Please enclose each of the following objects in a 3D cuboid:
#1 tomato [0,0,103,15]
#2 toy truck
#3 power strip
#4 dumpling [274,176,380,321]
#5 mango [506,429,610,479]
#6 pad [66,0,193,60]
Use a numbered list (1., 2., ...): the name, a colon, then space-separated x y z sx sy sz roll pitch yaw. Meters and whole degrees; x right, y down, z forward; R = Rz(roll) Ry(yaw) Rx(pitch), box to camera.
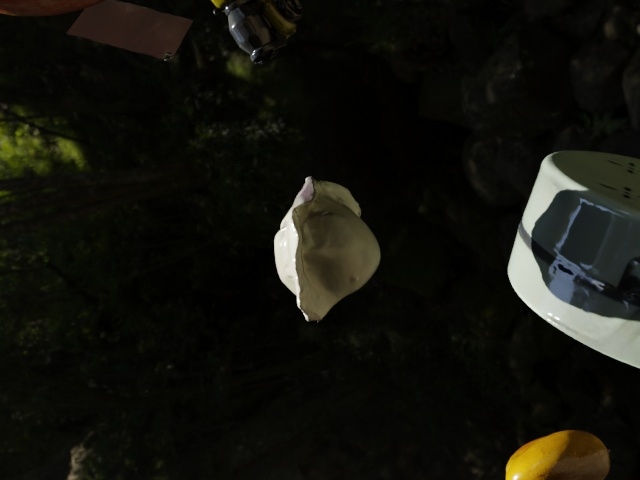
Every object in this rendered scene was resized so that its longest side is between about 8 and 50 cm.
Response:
1. tomato: -0.246 -0.307 0.503 0.265 0.265 0.265 -14 -90 -79
2. toy truck: -0.158 -0.494 1.403 0.224 0.147 0.165 50 -141 -19
3. power strip: 0.401 0.022 0.776 0.357 0.357 0.161 -76 -2 -67
4. dumpling: 0.000 0.000 0.700 0.127 0.108 0.188 63 -146 -16
5. mango: 0.235 0.225 0.658 0.080 0.114 0.060 108 150 -60
6. pad: -0.327 -0.369 1.142 0.006 0.188 0.113 101 -175 -57
